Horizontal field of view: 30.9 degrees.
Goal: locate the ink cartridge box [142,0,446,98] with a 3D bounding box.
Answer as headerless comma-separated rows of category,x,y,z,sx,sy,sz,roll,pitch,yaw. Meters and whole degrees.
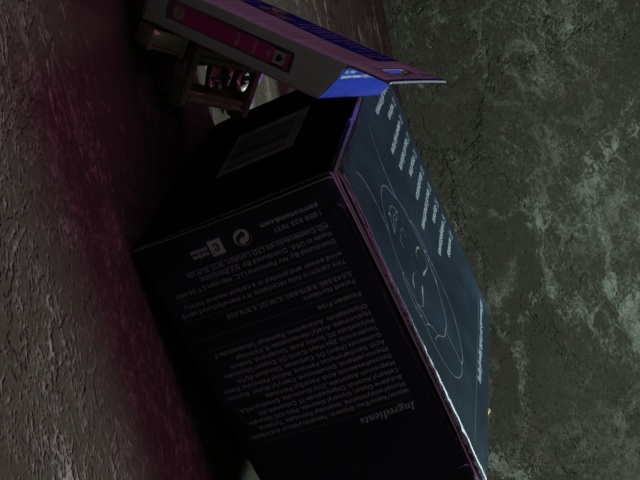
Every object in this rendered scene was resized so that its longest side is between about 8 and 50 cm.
ink cartridge box,-0.036,-0.252,1.510,0.176,0.371,0.069,-15,127,-60

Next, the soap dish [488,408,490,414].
soap dish,0.106,0.337,1.860,0.291,0.229,0.118,-42,139,-42

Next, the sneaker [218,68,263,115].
sneaker,-0.131,-0.257,1.907,0.170,0.068,0.071,-65,159,-54

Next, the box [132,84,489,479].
box,0.024,0.065,1.630,0.471,0.297,0.480,63,18,-19

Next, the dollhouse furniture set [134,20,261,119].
dollhouse furniture set,-0.202,-0.248,1.611,0.182,0.161,0.101,8,110,-38
